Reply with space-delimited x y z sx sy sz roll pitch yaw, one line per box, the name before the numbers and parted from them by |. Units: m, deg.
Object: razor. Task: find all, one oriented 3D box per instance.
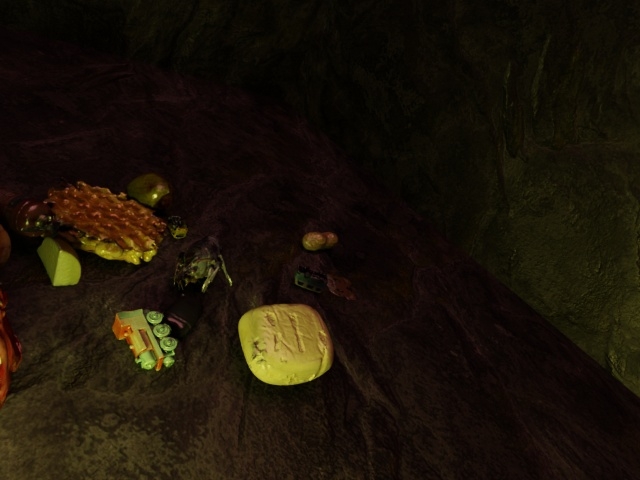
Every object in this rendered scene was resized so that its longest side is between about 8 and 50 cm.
razor | -0.387 0.208 1.393 0.090 0.054 0.148 32 25 -3

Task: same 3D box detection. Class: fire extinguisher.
fire extinguisher | -0.822 -0.073 1.315 0.344 0.102 0.138 19 15 13

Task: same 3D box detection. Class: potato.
potato | -0.691 0.031 1.329 0.081 0.120 0.149 -3 41 -48

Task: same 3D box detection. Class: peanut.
peanut | 0.002 0.000 2.149 0.193 0.089 0.089 -7 43 -48

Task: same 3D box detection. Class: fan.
fan | 0.037 0.168 1.966 0.227 0.008 0.152 20 27 -22

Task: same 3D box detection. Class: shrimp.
shrimp | -0.360 0.083 1.547 0.172 0.137 0.372 10 25 -1

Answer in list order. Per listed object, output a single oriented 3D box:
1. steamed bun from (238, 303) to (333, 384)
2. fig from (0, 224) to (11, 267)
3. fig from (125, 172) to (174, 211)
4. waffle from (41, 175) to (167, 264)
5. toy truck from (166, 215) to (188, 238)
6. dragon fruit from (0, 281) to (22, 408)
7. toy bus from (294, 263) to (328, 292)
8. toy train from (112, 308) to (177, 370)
steamed bun | -0.106 0.302 1.390 0.273 0.166 0.232 2 48 -35
fig | -0.834 -0.002 1.229 0.160 0.143 0.230 56 12 -15
fig | -0.614 -0.175 1.784 0.166 0.144 0.154 9 39 -10
waffle | -0.676 -0.061 1.559 0.380 0.095 0.382 21 23 -18
toy truck | -0.507 -0.046 1.745 0.049 0.054 0.083 0 37 -46
dragon fruit | -0.655 0.127 0.964 0.286 0.329 0.228 27 19 -1
toy bus | -0.042 0.145 1.847 0.123 0.074 0.060 21 25 -15
toy train | -0.439 0.252 1.247 0.118 0.074 0.176 -9 48 -39
